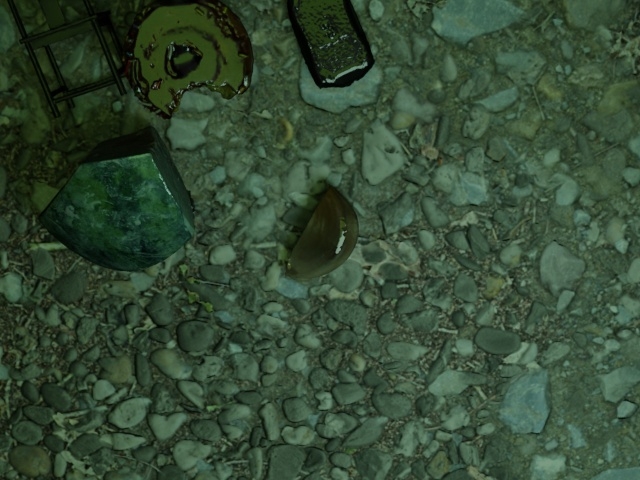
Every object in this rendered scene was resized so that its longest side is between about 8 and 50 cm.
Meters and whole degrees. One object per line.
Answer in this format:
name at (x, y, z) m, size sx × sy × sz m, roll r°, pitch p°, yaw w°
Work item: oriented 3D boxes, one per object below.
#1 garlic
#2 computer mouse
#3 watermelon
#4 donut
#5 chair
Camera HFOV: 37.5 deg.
garlic at (0.015, 0.000, 1.797) m, size 0.101 × 0.087 × 0.195 m, roll 29°, pitch 105°, yaw 6°
computer mouse at (0.013, -0.380, 1.702) m, size 0.122 × 0.073 × 0.217 m, roll -21°, pitch 110°, yaw 6°
watermelon at (-0.352, -0.097, 1.716) m, size 0.228 × 0.258 × 0.387 m, roll 35°, pitch 145°, yaw -24°
donut at (-0.241, -0.332, 1.688) m, size 0.230 × 0.096 × 0.216 m, roll -30°, pitch 101°, yaw -2°
chair at (-0.445, -0.366, 1.659) m, size 0.155 × 0.141 × 0.260 m, roll -18°, pitch 106°, yaw 3°
